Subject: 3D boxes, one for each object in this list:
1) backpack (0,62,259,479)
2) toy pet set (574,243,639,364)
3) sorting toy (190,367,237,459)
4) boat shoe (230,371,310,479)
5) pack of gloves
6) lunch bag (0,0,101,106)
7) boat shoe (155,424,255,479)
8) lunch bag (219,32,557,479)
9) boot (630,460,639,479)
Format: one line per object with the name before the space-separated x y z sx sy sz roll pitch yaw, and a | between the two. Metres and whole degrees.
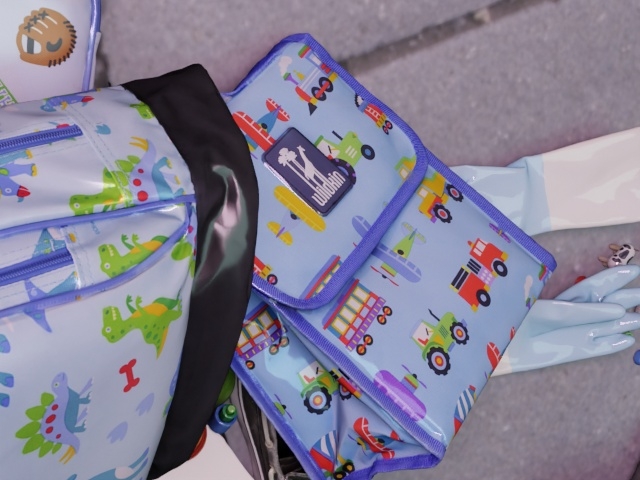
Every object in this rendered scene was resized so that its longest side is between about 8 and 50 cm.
backpack | -0.222 0.069 0.863 0.356 0.273 0.290 0 132 -27
toy pet set | 0.307 0.044 1.400 0.114 0.065 0.122 -49 120 -9
sorting toy | -0.091 0.122 1.189 0.061 0.042 0.102 29 62 -6
boat shoe | -0.012 0.185 1.257 0.078 0.070 0.219 -31 115 -19
pack of gloves | 0.178 0.023 1.309 0.232 0.046 0.195 -12 108 -14
lunch bag | -0.279 -0.066 1.024 0.243 0.115 0.303 7 98 -28
boat shoe | -0.075 0.201 1.226 0.184 0.063 0.066 35 60 -9
lunch bag | 0.000 0.000 1.149 0.293 0.138 0.221 48 49 -13
boot | 0.293 0.227 1.434 0.190 0.076 0.208 28 95 -45
